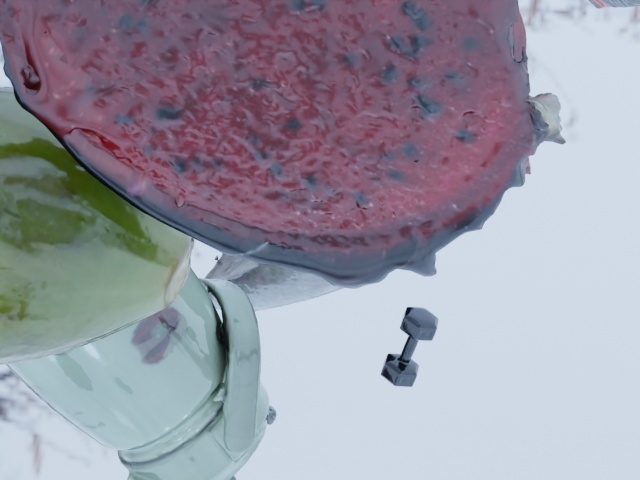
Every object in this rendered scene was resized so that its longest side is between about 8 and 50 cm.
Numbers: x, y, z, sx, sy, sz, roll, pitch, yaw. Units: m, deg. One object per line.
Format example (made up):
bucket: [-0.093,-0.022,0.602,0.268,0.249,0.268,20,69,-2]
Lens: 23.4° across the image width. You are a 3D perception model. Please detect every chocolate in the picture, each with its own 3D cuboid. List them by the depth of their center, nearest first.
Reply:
chocolate: [0.000,0.000,1.695,0.303,0.185,0.100,-21,-64,42]

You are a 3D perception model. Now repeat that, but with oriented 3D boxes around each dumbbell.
dumbbell: [0.089,0.107,1.543,0.040,0.083,0.036,36,32,27]

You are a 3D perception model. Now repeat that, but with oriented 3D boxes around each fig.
fig: [-0.216,-0.014,1.105,0.230,0.207,0.207,-13,-27,13]

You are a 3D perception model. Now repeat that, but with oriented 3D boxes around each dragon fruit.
dragon fruit: [-0.017,-0.092,0.999,0.343,0.100,0.282,-3,-53,14]

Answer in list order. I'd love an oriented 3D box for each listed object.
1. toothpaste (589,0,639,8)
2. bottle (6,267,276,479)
toothpaste: [0.262,-0.186,1.057,0.193,0.045,0.071,-4,-16,37]
bottle: [-0.175,0.116,1.571,0.229,0.229,0.352,-15,-58,45]
